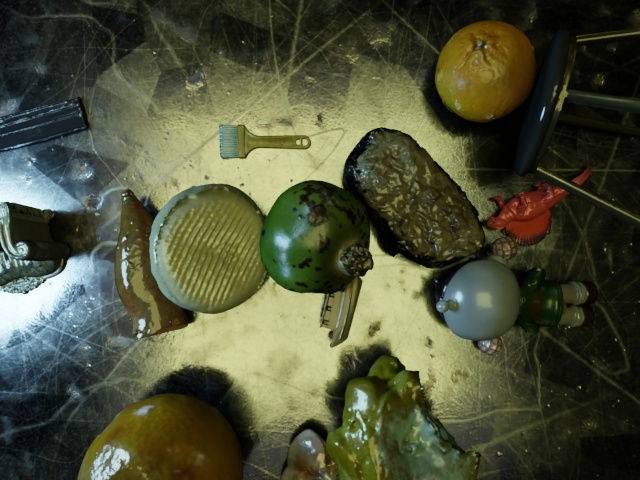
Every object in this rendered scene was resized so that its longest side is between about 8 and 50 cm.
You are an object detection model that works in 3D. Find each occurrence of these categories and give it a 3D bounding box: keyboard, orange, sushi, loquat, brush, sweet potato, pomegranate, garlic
[{"bbox_3d":[-0.676,-0.266,1.239,0.251,0.017,0.087,-15,88,-2],"label":"keyboard"},{"bbox_3d":[0.366,-0.376,1.174,0.219,0.193,0.219,2,98,14],"label":"orange"},{"bbox_3d":[0.197,-0.087,1.169,0.211,0.171,0.350,-40,90,-3],"label":"sushi"},{"bbox_3d":[-0.320,0.479,1.077,0.329,0.328,0.328,0,88,-1],"label":"loquat"},{"bbox_3d":[-0.131,-0.235,1.249,0.218,0.010,0.082,-1,88,-2],"label":"brush"},{"bbox_3d":[-0.404,0.052,1.182,0.131,0.131,0.336,-18,89,-1],"label":"sweet potato"},{"bbox_3d":[0.000,0.000,1.116,0.271,0.254,0.254,23,88,44],"label":"pomegranate"},{"bbox_3d":[-0.028,0.520,1.189,0.124,0.099,0.174,26,89,15],"label":"garlic"}]

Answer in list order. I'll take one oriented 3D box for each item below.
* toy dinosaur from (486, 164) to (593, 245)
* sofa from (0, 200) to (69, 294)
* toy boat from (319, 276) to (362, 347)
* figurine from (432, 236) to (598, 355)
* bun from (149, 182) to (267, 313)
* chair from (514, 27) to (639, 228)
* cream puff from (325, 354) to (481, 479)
[{"bbox_3d":[0.524,-0.067,1.233,0.286,0.070,0.138,-20,99,-4],"label":"toy dinosaur"},{"bbox_3d":[-0.712,0.033,1.141,0.258,0.200,0.182,-13,86,-2],"label":"sofa"},{"bbox_3d":[0.045,0.146,1.218,0.077,0.057,0.200,15,88,6],"label":"toy boat"},{"bbox_3d":[0.423,0.135,1.172,0.370,0.167,0.281,3,103,-6],"label":"figurine"},{"bbox_3d":[-0.248,0.019,1.165,0.287,0.146,0.287,2,87,-31],"label":"bun"},{"bbox_3d":[0.638,-0.242,1.066,0.410,0.364,0.361,14,57,13],"label":"chair"},{"bbox_3d":[0.144,0.431,1.102,0.274,0.270,0.323,-30,80,-19],"label":"cream puff"}]
